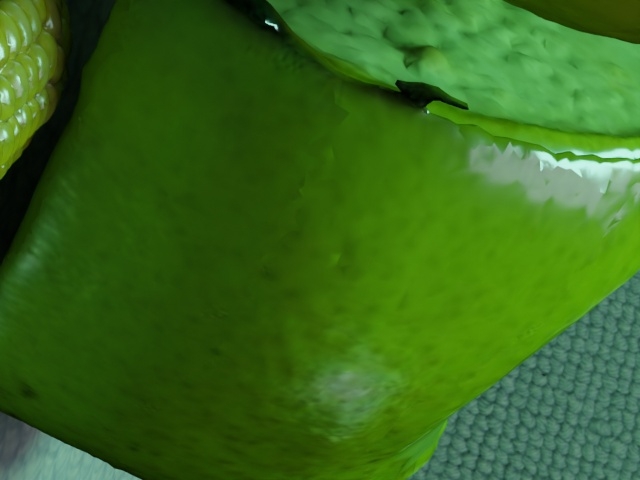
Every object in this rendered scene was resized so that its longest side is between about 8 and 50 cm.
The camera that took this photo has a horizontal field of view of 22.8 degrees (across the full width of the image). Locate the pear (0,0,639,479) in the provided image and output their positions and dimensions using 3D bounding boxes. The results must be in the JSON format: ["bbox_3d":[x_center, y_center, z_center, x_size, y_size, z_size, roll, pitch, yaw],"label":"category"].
[{"bbox_3d":[0.000,0.000,0.572,0.282,0.176,0.286,-55,-177,32],"label":"pear"}]

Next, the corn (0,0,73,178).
[{"bbox_3d":[-0.116,-0.017,0.358,0.206,0.067,0.067,-57,161,-54],"label":"corn"}]

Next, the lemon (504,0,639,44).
[{"bbox_3d":[0.095,-0.177,0.418,0.288,0.233,0.234,-84,-179,-46],"label":"lemon"}]
